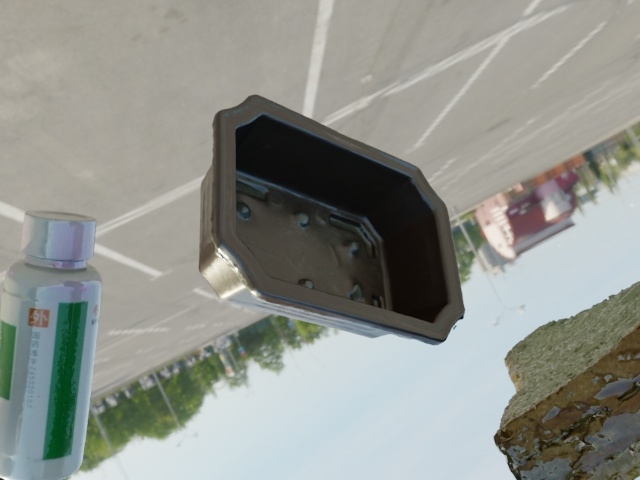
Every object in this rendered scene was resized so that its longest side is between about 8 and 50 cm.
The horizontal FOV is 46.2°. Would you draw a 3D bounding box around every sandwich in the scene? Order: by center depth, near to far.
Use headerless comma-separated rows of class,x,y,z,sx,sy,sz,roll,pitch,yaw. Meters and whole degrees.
sandwich,0.271,0.094,0.645,0.254,0.099,0.288,-44,173,12

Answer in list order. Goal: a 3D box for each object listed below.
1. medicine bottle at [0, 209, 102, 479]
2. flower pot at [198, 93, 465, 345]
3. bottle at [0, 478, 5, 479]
medicine bottle,-0.269,0.102,0.742,0.095,0.260,0.095,10,-172,-1
flower pot,0.000,0.000,0.626,0.250,0.179,0.084,19,143,-34
bottle,-0.447,0.411,0.983,0.171,0.351,0.171,-3,145,-2
